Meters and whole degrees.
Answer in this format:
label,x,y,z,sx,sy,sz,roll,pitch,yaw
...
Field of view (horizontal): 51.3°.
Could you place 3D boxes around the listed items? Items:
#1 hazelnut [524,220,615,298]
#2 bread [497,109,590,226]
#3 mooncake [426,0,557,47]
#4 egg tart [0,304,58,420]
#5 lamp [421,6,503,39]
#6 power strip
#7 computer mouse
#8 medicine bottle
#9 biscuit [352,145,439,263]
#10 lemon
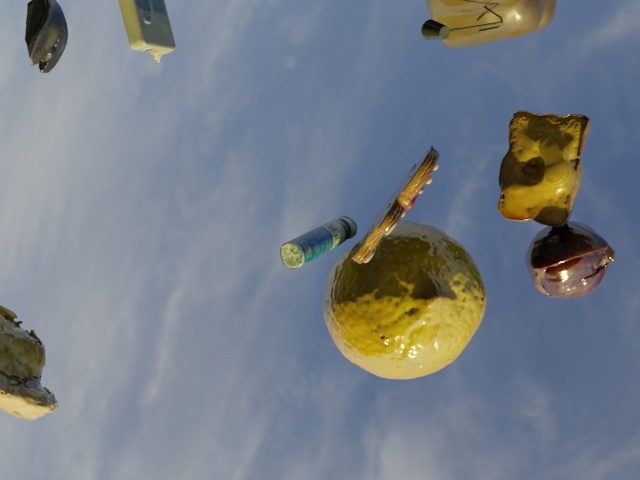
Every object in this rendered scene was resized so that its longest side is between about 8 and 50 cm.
label,x,y,z,sx,sy,sz,roll,pitch,yaw
hazelnut,0.517,0.043,1.406,0.170,0.201,0.160,-47,-109,14
bread,0.460,-0.147,1.380,0.160,0.088,0.233,15,-86,37
mooncake,0.306,-0.529,1.152,0.200,0.378,0.379,3,-101,28
egg tart,-0.421,0.103,0.762,0.290,0.291,0.107,7,-119,46
lamp,0.226,-0.340,1.060,0.054,0.121,0.041,40,-38,55
power strip,-0.381,-0.517,1.408,0.046,0.118,0.271,-12,-86,23
computer mouse,-0.442,-0.338,1.086,0.047,0.079,0.135,1,-106,10
medicine bottle,0.000,0.000,1.233,0.051,0.191,0.051,14,-65,32
biscuit,0.110,-0.051,0.928,0.138,0.031,0.205,-58,180,-43
lemon,0.162,0.118,1.319,0.336,0.336,0.336,-15,-112,42
